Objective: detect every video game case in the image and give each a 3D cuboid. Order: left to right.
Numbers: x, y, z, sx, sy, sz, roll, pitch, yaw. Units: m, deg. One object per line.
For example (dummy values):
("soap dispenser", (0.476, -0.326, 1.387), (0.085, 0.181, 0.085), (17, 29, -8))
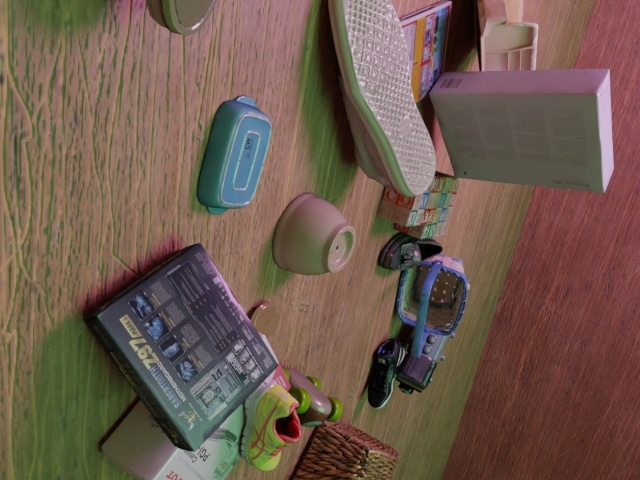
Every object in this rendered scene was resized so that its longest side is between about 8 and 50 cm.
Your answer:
("video game case", (0.209, -0.401, 1.246), (0.285, 0.025, 0.204), (-38, 140, -42))

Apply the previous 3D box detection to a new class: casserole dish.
("casserole dish", (-0.126, -0.126, 0.861), (0.114, 0.037, 0.188), (-1, 109, -60))

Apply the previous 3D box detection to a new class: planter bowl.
("planter bowl", (0.000, 0.000, 1.085), (0.162, 0.109, 0.162), (-39, 140, -42))

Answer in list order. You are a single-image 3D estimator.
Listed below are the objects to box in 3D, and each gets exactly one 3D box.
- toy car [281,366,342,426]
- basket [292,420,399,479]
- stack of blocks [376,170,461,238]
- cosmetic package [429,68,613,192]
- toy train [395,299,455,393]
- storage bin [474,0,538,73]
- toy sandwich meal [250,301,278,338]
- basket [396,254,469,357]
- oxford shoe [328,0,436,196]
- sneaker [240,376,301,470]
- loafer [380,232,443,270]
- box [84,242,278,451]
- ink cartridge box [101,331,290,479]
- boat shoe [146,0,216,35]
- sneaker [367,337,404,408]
("toy car", (-0.075, 0.387, 1.212), (0.188, 0.149, 0.155), (-55, 139, 1))
("basket", (0.084, 0.658, 1.574), (0.223, 0.213, 0.299), (-63, 151, -11))
("stack of blocks", (0.262, -0.097, 1.480), (0.297, 0.087, 0.171), (-7, 116, -58))
("cosmetic package", (0.474, -0.259, 1.324), (0.097, 0.377, 0.284), (-55, 138, -27))
("toy train", (0.355, 0.352, 1.858), (0.334, 0.142, 0.190), (-59, 169, -16))
("storage bin", (0.446, -0.503, 1.366), (0.260, 0.123, 0.262), (67, 25, -53))
("toy sandwich meal", (-0.115, 0.159, 1.086), (0.085, 0.029, 0.085), (-20, 115, -49))
("basket", (0.326, 0.171, 1.656), (0.289, 0.201, 0.254), (-45, 146, -52))
("oxford shoe", (0.096, -0.273, 1.056), (0.169, 0.130, 0.449), (-45, 130, -25))
("sneaker", (-0.078, 0.329, 0.952), (0.081, 0.094, 0.208), (-40, 142, -45))
("loafer", (0.262, 0.029, 1.571), (0.267, 0.084, 0.096), (-20, 126, -54))
("box", (-0.189, 0.148, 0.801), (0.183, 0.059, 0.232), (-42, 107, -39))
("ink cartridge box", (-0.194, 0.296, 0.951), (0.283, 0.117, 0.207), (-52, 148, -27))
("boat shoe", (-0.157, -0.372, 0.567), (0.113, 0.103, 0.302), (-40, 142, -61))
("sneaker", (0.186, 0.399, 1.719), (0.217, 0.079, 0.121), (-65, 149, -22))
